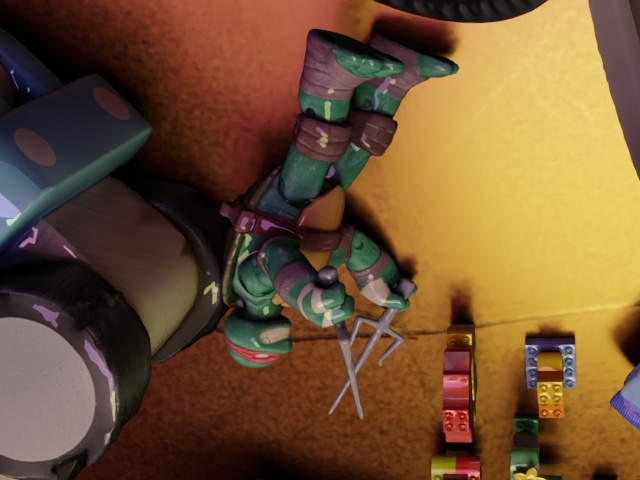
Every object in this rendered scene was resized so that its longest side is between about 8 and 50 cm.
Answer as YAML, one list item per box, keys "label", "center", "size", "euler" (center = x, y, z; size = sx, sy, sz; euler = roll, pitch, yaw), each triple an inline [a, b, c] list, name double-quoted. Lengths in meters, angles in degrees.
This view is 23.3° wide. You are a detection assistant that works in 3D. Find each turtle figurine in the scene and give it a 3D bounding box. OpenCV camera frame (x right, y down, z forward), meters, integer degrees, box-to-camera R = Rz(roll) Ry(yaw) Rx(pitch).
- label: "turtle figurine"
  center: [0.000, 0.000, 0.878]
  size: [0.118, 0.175, 0.234]
  euler: [20, 106, 9]

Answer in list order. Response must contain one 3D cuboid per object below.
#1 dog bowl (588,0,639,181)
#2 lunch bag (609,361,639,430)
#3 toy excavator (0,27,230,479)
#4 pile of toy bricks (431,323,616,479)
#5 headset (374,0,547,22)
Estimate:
- label: "dog bowl"
  center: [0.192, -0.155, 0.681]
  size: [0.102, 0.349, 0.349]
  euler: [-12, 113, 0]
- label: "lunch bag"
  center: [0.332, 0.082, 0.894]
  size: [0.293, 0.138, 0.221]
  euler: [37, 115, 5]
- label: "toy excavator"
  center: [-0.244, -0.075, 0.869]
  size: [0.445, 0.222, 0.433]
  euler: [43, 113, -2]
- label: "pile of toy bricks"
  center: [0.126, 0.163, 0.959]
  size: [0.118, 0.105, 0.212]
  euler: [-1, 115, 10]
- label: "headset"
  center: [-0.028, -0.262, 0.744]
  size: [0.394, 0.185, 0.243]
  euler: [30, 160, 4]
